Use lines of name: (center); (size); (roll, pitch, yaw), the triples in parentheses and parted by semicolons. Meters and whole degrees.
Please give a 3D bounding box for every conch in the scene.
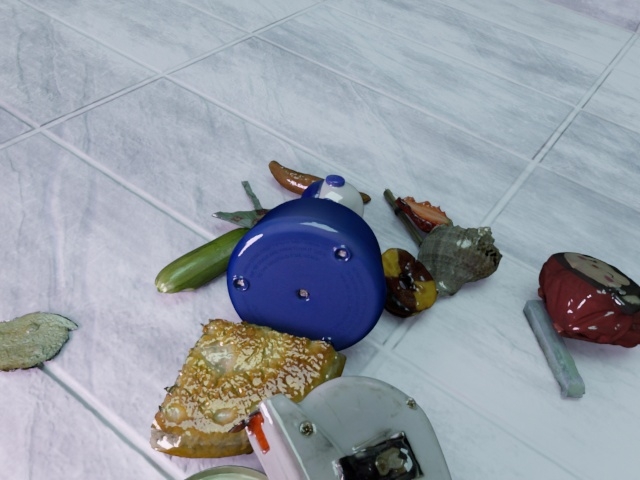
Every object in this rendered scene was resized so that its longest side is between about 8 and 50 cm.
conch: (0.280, 0.036, 1.196); (0.207, 0.130, 0.155); (-45, 50, -15)

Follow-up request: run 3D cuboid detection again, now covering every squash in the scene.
squash: (-0.218, 0.041, 1.122); (0.069, 0.069, 0.239); (38, 50, 27)

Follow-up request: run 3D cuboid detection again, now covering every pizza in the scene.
pizza: (-0.122, 0.222, 0.927); (0.335, 0.086, 0.226); (-21, 58, -23)

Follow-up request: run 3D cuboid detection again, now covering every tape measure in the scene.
tape measure: (0.046, 0.315, 0.797); (0.265, 0.130, 0.258); (-16, 64, -31)

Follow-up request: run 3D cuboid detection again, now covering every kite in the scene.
kite: (-0.134, -0.070, 1.268); (0.229, 0.012, 0.250); (-5, 35, -28)

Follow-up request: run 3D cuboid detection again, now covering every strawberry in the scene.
strawberry: (0.234, -0.051, 1.294); (0.152, 0.048, 0.104); (28, 29, 9)

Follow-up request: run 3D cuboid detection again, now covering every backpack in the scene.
backpack: (0.539, 0.121, 1.117); (0.229, 0.139, 0.229); (22, 21, -9)

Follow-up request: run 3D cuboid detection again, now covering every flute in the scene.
flute: (0.197, -0.038, 1.304); (0.027, 0.027, 0.233); (-11, 47, -20)

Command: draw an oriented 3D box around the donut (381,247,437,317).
donut: (0.155, 0.085, 1.119); (0.140, 0.059, 0.140); (14, 55, -21)

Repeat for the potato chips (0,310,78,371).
potato chips: (-0.516, 0.177, 0.963); (0.142, 0.026, 0.209); (34, 47, 28)

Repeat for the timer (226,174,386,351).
timer: (0.000, 0.000, 1.104); (0.270, 0.270, 0.383); (12, 30, 3)

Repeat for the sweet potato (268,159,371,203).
sweet potato: (-0.007, -0.121, 1.335); (0.255, 0.058, 0.078); (18, 24, 3)

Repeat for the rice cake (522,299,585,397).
rice cake: (0.441, 0.201, 1.092); (0.043, 0.034, 0.211); (-1, 45, -9)

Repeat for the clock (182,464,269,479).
clock: (-0.128, 0.420, 0.772); (0.234, 0.029, 0.235); (5, 44, -5)
